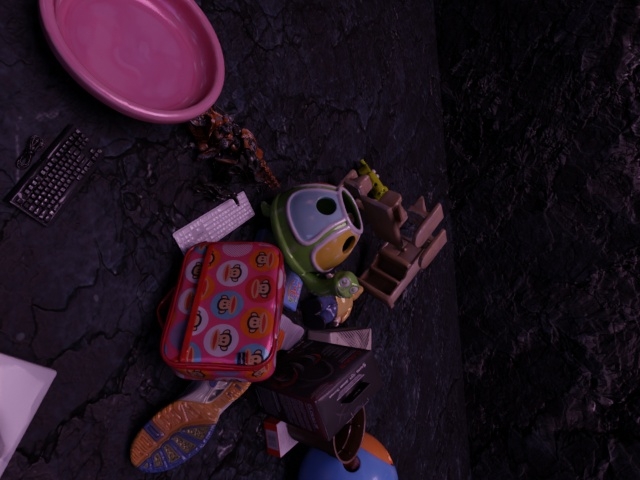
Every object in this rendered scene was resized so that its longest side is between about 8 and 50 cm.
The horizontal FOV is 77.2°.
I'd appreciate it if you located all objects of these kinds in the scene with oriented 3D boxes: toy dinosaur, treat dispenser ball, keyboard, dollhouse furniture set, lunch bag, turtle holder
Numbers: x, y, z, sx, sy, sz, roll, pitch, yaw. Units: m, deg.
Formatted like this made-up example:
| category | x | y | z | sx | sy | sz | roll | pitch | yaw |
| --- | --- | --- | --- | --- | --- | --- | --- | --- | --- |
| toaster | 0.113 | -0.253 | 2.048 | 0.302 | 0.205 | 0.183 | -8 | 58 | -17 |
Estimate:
| category | x | y | z | sx | sy | sz | roll | pitch | yaw |
| --- | --- | --- | --- | --- | --- | --- | --- | --- | --- |
| toy dinosaur | -0.206 | -0.216 | 0.977 | 0.321 | 0.164 | 0.219 | 17 | 54 | -32 |
| treat dispenser ball | 0.079 | 0.693 | 1.144 | 0.288 | 0.288 | 0.288 | 10 | 77 | -55 |
| keyboard | -0.459 | -0.123 | 0.689 | 0.108 | 0.023 | 0.180 | 49 | 47 | -41 |
| dollhouse furniture set | 0.215 | 0.015 | 1.398 | 0.256 | 0.362 | 0.394 | -49 | 142 | -14 |
| keyboard | -0.254 | -0.042 | 0.990 | 0.256 | 0.014 | 0.072 | -45 | 122 | -49 |
| lunch bag | -0.209 | 0.141 | 0.843 | 0.120 | 0.258 | 0.293 | 91 | 1 | -54 |
| turtle holder | -0.010 | -0.015 | 1.086 | 0.243 | 0.227 | 0.320 | 48 | 29 | -40 |

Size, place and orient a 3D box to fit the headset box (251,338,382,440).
| category | x | y | z | sx | sy | sz | roll | pitch | yaw |
| --- | --- | --- | --- | --- | --- | --- | --- | --- | --- |
| headset box | -0.003 | 0.366 | 1.026 | 0.218 | 0.293 | 0.110 | -28 | 105 | -41 |

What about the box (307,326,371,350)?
| category | x | y | z | sx | sy | sz | roll | pitch | yaw |
| --- | --- | --- | --- | --- | --- | --- | --- | --- | --- |
| box | 0.068 | 0.352 | 1.345 | 0.275 | 0.094 | 0.113 | 11 | 78 | -56 |

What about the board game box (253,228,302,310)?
| category | x | y | z | sx | sy | sz | roll | pitch | yaw |
| --- | --- | --- | --- | --- | --- | --- | --- | --- | --- |
| board game box | -0.123 | 0.088 | 1.144 | 0.211 | 0.039 | 0.160 | 43 | 51 | -44 |

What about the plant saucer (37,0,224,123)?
| category | x | y | z | sx | sy | sz | roll | pitch | yaw |
| --- | --- | --- | --- | --- | --- | --- | --- | --- | --- |
| plant saucer | -0.351 | -0.376 | 0.776 | 0.332 | 0.084 | 0.332 | 15 | 68 | -41 |

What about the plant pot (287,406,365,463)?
| category | x | y | z | sx | sy | sz | roll | pitch | yaw |
| --- | --- | --- | --- | --- | --- | --- | --- | --- | --- |
| plant pot | 0.012 | 0.492 | 1.086 | 0.167 | 0.165 | 0.167 | 10 | 78 | -55 |

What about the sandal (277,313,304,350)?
| category | x | y | z | sx | sy | sz | roll | pitch | yaw |
| --- | --- | --- | --- | --- | --- | --- | --- | --- | --- |
| sandal | -0.123 | 0.250 | 1.102 | 0.102 | 0.076 | 0.265 | -57 | 158 | -10 |

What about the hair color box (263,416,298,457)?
| category | x | y | z | sx | sy | sz | roll | pitch | yaw |
| --- | --- | --- | --- | --- | --- | --- | --- | --- | --- |
| hair color box | -0.084 | 0.521 | 1.136 | 0.167 | 0.053 | 0.093 | -10 | 94 | -55 |

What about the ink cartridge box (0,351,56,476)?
| category | x | y | z | sx | sy | sz | roll | pitch | yaw |
| --- | --- | --- | --- | --- | --- | --- | --- | --- | --- |
| ink cartridge box | -0.529 | 0.263 | 0.506 | 0.239 | 0.060 | 0.275 | 47 | 50 | -44 |

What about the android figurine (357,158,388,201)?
| category | x | y | z | sx | sy | sz | roll | pitch | yaw |
| --- | --- | --- | --- | --- | --- | --- | --- | --- | --- |
| android figurine | 0.231 | -0.203 | 1.591 | 0.273 | 0.056 | 0.248 | 62 | 15 | 19 |

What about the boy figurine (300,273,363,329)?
| category | x | y | z | sx | sy | sz | roll | pitch | yaw |
| --- | --- | --- | --- | --- | --- | --- | --- | --- | --- |
| boy figurine | 0.051 | 0.189 | 1.345 | 0.285 | 0.092 | 0.177 | -26 | 107 | -55 |

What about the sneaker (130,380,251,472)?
| category | x | y | z | sx | sy | sz | roll | pitch | yaw |
| --- | --- | --- | --- | --- | --- | --- | --- | --- | --- |
| sneaker | -0.257 | 0.354 | 0.852 | 0.296 | 0.131 | 0.112 | -39 | 91 | -26 |
